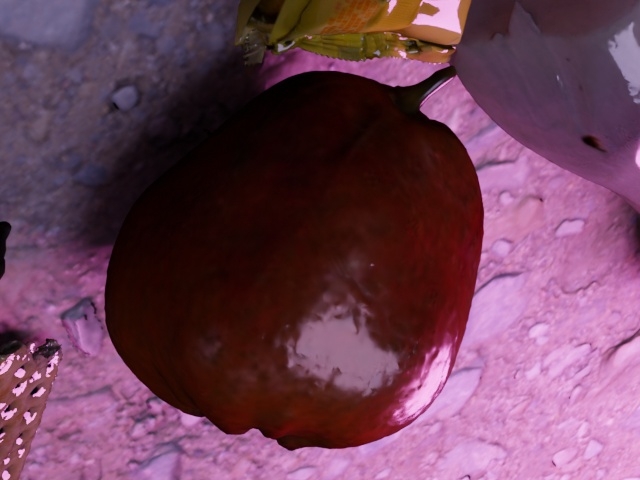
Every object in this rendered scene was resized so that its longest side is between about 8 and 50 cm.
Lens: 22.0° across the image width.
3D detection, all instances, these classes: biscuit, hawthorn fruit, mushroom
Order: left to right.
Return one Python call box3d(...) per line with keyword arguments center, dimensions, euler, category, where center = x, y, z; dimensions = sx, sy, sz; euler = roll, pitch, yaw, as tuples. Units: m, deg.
box3d(center=(-0.220, 0.136, 1.053), dimensions=(0.144, 0.016, 0.203), euler=(-34, 152, -55), category="biscuit")
box3d(center=(0.000, 0.000, 1.008), dimensions=(0.224, 0.224, 0.260), euler=(22, 95, -47), category="hawthorn fruit")
box3d(center=(0.213, -0.077, 1.112), dimensions=(0.329, 0.159, 0.122), euler=(43, 73, -40), category="mushroom")

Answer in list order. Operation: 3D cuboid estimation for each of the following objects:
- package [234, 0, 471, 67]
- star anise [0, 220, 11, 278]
box3d(center=(0.042, -0.197, 0.940), dimensions=(0.168, 0.090, 0.226), euler=(1, 121, -34), category="package")
box3d(center=(-0.279, 0.058, 0.854), dimensions=(0.315, 0.108, 0.315), euler=(-50, 175, -6), category="star anise")
